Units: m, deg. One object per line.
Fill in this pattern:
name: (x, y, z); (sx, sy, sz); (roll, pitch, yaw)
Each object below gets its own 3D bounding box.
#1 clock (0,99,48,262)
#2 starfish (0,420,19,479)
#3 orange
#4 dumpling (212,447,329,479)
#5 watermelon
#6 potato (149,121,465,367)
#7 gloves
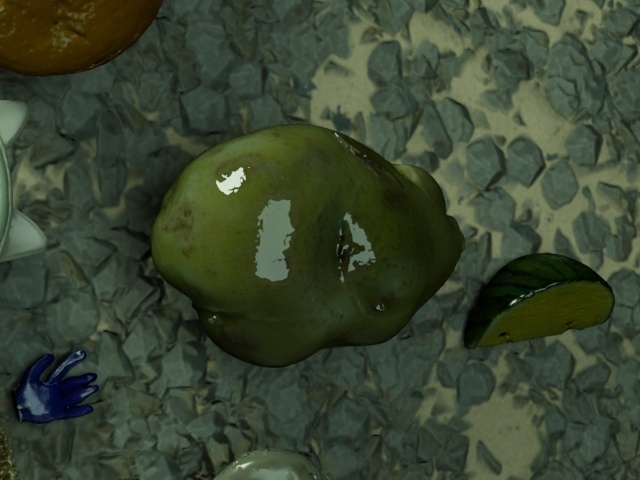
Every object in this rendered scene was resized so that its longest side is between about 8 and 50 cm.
clock: (-0.396, -0.035, 1.557); (0.324, 0.108, 0.265); (-7, 90, -29)
starfish: (-0.290, 0.251, 1.634); (0.213, 0.057, 0.238); (1, 83, -26)
orange: (-0.241, -0.251, 1.593); (0.219, 0.193, 0.219); (-20, 135, -21)
dumpling: (-0.021, 0.334, 1.717); (0.204, 0.163, 0.293); (-38, 117, -29)
watermelon: (0.243, 0.061, 1.913); (0.181, 0.075, 0.092); (-6, 94, -30)
potato: (-0.002, 0.003, 1.724); (0.351, 0.202, 0.218); (-7, 80, -41)
gloves: (-0.243, 0.135, 1.677); (0.086, 0.026, 0.064); (-12, 92, -28)
